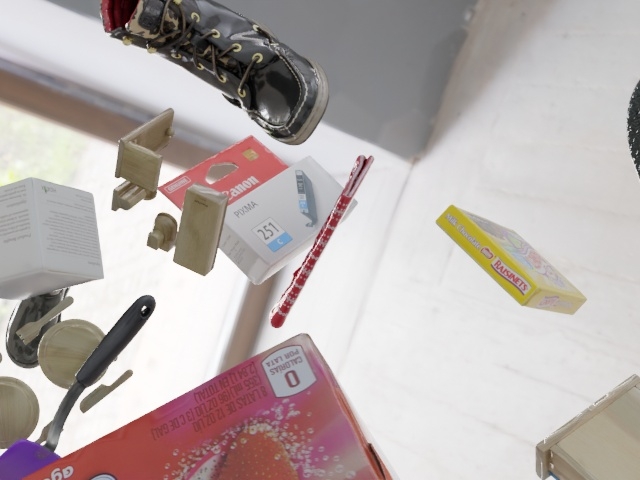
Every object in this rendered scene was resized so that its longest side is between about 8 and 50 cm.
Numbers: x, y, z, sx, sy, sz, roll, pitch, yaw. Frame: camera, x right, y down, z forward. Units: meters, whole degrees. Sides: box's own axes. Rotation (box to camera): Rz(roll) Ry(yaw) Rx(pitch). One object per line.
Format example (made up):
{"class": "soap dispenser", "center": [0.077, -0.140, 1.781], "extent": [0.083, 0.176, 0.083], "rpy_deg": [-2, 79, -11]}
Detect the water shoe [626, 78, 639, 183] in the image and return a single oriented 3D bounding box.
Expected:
{"class": "water shoe", "center": [0.380, -0.085, 1.216], "extent": [0.073, 0.080, 0.203], "rpy_deg": [-8, 87, 56]}

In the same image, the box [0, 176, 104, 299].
{"class": "box", "center": [-0.268, 0.001, 1.043], "extent": [0.101, 0.102, 0.087], "rpy_deg": [-14, 78, 21]}

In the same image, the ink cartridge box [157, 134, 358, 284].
{"class": "ink cartridge box", "center": [-0.111, -0.083, 2.123], "extent": [0.261, 0.296, 0.066], "rpy_deg": [43, 133, 9]}

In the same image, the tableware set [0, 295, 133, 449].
{"class": "tableware set", "center": [-0.341, 0.172, 1.382], "extent": [0.194, 0.128, 0.039], "rpy_deg": [-39, 2, -19]}

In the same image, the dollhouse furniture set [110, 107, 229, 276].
{"class": "dollhouse furniture set", "center": [-0.176, -0.065, 1.501], "extent": [0.123, 0.151, 0.144], "rpy_deg": [-47, -23, -54]}

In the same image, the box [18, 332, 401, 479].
{"class": "box", "center": [-0.076, 0.164, 0.433], "extent": [0.257, 0.128, 0.122], "rpy_deg": [-28, 51, 0]}

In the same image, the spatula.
{"class": "spatula", "center": [-0.279, 0.182, 1.290], "extent": [0.030, 0.084, 0.296], "rpy_deg": [25, 77, 47]}

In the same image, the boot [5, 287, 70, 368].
{"class": "boot", "center": [-0.357, 0.054, 1.435], "extent": [0.208, 0.076, 0.189], "rpy_deg": [123, 160, -71]}

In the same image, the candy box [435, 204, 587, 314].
{"class": "candy box", "center": [0.176, 0.021, 1.030], "extent": [0.027, 0.206, 0.105], "rpy_deg": [-47, 69, 13]}

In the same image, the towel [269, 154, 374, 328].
{"class": "towel", "center": [0.000, 0.000, 1.868], "extent": [0.274, 0.031, 0.199], "rpy_deg": [-61, 0, 28]}

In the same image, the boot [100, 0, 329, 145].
{"class": "boot", "center": [-0.166, -0.289, 1.735], "extent": [0.138, 0.284, 0.377], "rpy_deg": [-57, 36, 17]}

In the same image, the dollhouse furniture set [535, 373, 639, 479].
{"class": "dollhouse furniture set", "center": [0.373, 0.298, 1.167], "extent": [0.198, 0.286, 0.303], "rpy_deg": [40, 151, 41]}
